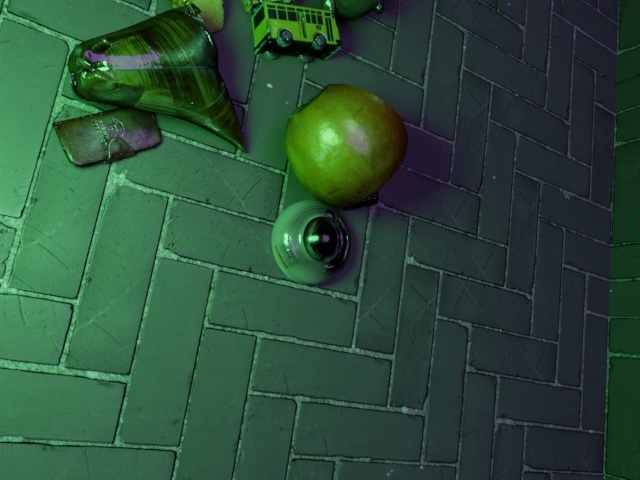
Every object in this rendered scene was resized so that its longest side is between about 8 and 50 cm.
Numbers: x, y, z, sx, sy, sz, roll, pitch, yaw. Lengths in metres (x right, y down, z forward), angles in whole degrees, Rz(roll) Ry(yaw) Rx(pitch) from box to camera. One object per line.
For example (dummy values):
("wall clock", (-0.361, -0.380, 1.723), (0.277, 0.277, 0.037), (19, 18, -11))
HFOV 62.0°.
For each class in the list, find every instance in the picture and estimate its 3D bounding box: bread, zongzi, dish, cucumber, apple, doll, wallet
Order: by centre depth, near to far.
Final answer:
("wallet", (-0.554, -0.281, 1.414), (0.255, 0.031, 0.137), (-25, 92, -31))
("zongzi", (-0.407, -0.359, 1.416), (0.403, 0.207, 0.432), (-39, 118, -36))
("bread", (-0.367, -0.673, 1.558), (0.147, 0.127, 0.152), (-30, 131, -31))
("apple", (0.069, -0.297, 1.620), (0.374, 0.374, 0.384), (51, 33, -14))
("dish", (0.000, 0.000, 1.634), (0.273, 0.134, 0.273), (4, 82, -30))
("cucumber", (0.126, -0.134, 1.772), (0.181, 0.053, 0.053), (-12, 89, -28))
("doll", (0.089, -0.913, 1.796), (0.378, 0.252, 0.382), (42, 57, 17))

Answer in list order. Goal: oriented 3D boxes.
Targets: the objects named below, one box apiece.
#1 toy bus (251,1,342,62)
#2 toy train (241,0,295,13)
("toy bus", (-0.074, -0.659, 1.683), (0.262, 0.128, 0.150), (-6, 86, -29))
("toy train", (-0.163, -0.777, 1.684), (0.188, 0.072, 0.099), (-22, 88, -30))
